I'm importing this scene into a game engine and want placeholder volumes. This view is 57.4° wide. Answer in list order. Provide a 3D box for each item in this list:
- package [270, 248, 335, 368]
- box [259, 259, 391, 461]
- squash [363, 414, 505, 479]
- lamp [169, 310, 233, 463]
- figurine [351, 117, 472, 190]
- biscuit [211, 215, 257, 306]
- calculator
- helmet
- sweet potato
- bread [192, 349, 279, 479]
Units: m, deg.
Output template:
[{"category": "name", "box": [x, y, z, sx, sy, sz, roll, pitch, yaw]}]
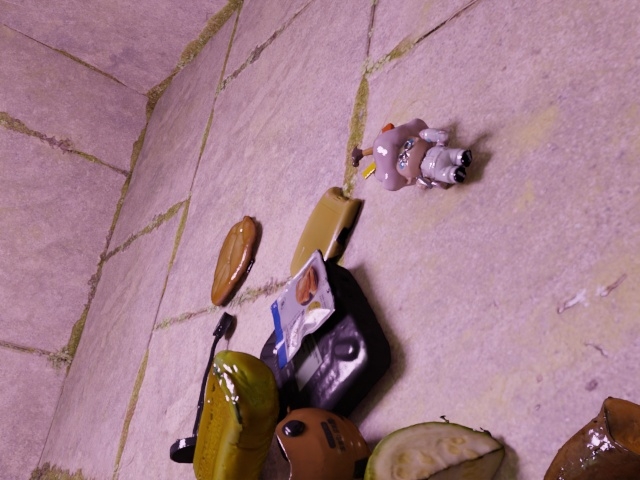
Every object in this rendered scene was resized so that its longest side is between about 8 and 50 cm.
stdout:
[{"category": "package", "box": [-0.036, 0.124, 1.074, 0.173, 0.027, 0.171, -49, 33, 22]}, {"category": "box", "box": [-0.010, 0.212, 1.071, 0.289, 0.073, 0.290, -54, 31, 20]}, {"category": "squash", "box": [0.125, 0.389, 0.771, 0.111, 0.203, 0.288, -146, 48, -61]}, {"category": "lamp", "box": [-0.246, 0.348, 1.385, 0.130, 0.108, 0.371, -56, 15, 40]}, {"category": "figurine", "box": [0.164, -0.146, 1.023, 0.229, 0.112, 0.137, 21, 95, 47]}, {"category": "biscuit", "box": [-0.239, 0.052, 1.578, 0.203, 0.041, 0.260, 0, 67, 57]}, {"category": "calculator", "box": [0.000, 0.000, 1.246, 0.236, 0.033, 0.157, -65, 31, 6]}, {"category": "helmet", "box": [0.018, 0.342, 0.856, 0.130, 0.198, 0.224, -11, 30, 3]}, {"category": "sweet potato", "box": [0.262, 0.295, 0.573, 0.112, 0.085, 0.285, 5, 74, 54]}, {"category": "bread", "box": [-0.152, 0.363, 1.074, 0.166, 0.112, 0.383, 52, 139, 40]}]
